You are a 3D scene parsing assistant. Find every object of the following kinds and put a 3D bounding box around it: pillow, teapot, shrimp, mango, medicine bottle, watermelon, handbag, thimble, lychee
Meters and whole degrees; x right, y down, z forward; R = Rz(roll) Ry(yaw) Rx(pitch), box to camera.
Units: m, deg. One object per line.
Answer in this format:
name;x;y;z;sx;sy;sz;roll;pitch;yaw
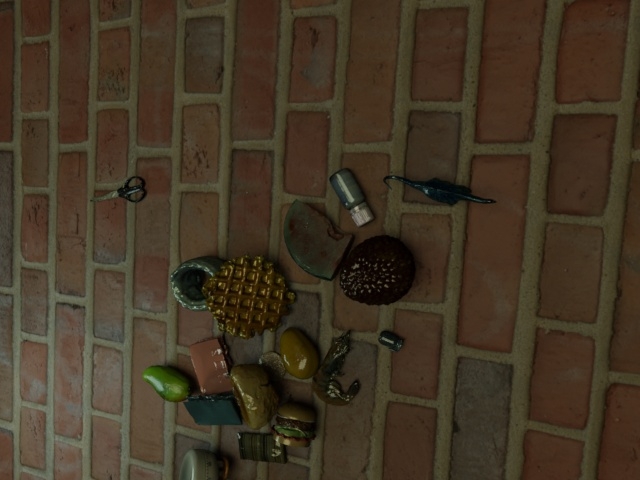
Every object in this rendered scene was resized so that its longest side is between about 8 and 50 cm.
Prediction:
pillow;-0.228;0.798;1.983;0.203;0.038;0.113;-5;92;22
teapot;0.239;0.351;1.770;0.083;0.049;0.064;23;101;18
shrimp;0.079;0.464;1.839;0.169;0.058;0.296;29;108;11
mango;-0.615;0.577;2.077;0.232;0.111;0.126;13;91;19
medicine bottle;0.109;-0.144;1.767;0.083;0.083;0.203;-30;81;20
watermelon;0.000;0.000;1.816;0.226;0.148;0.319;-24;71;3
handbag;-0.418;0.491;2.023;0.157;0.059;0.213;-18;89;22
mango;-0.079;0.408;1.872;0.137;0.098;0.195;-26;71;20
thimble;-0.442;0.163;1.950;0.250;0.172;0.205;11;99;18
lychee;0.184;0.104;1.675;0.236;0.271;0.236;38;137;47
handbag;-0.409;0.654;1.997;0.221;0.057;0.144;-6;126;22

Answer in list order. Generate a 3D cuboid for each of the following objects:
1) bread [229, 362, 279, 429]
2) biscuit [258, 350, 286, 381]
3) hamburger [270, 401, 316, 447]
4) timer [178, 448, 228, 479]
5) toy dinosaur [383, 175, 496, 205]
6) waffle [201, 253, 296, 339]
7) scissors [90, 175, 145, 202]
bread;-0.240;0.563;1.893;0.134;0.244;0.245;-23;84;-21
biscuit;-0.184;0.479;1.957;0.120;0.015;0.120;1;94;21
hamburger;-0.093;0.656;1.859;0.175;0.175;0.137;8;83;20
timer;-0.496;0.925;1.981;0.240;0.233;0.234;13;101;-25
toy dinosaur;0.384;-0.159;1.636;0.362;0.147;0.077;18;98;26
waffle;-0.255;0.211;1.850;0.302;0.068;0.325;-36;106;-7
scissors;-0.856;-0.196;2.162;0.299;0.022;0.109;-9;87;21
